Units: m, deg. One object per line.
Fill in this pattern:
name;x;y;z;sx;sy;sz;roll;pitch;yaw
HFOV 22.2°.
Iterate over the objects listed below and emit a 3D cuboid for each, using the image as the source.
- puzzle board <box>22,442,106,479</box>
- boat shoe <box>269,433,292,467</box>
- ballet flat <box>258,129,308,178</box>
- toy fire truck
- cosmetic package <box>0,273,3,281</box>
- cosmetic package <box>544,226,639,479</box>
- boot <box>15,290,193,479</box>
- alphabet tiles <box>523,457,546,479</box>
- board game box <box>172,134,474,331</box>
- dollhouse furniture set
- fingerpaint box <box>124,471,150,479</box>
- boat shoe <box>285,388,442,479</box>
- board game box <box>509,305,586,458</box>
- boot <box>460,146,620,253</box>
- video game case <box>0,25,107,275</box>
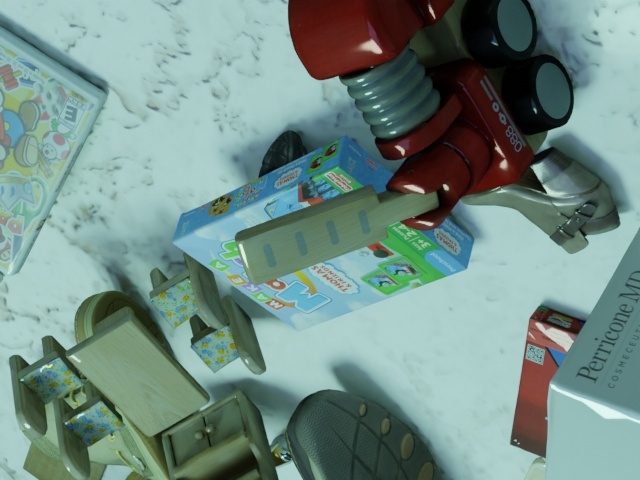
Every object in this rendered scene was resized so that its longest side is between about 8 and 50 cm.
puzzle board;-0.307;0.269;1.957;0.096;0.011;0.128;35;140;6
boat shoe;-0.028;0.213;1.675;0.035;0.035;0.100;47;140;-10
ballet flat;-0.036;-0.032;1.452;0.057;0.049;0.173;10;146;-10
toy fire truck;0.036;-0.095;1.166;0.158;0.246;0.217;-11;121;42
cosmetic package;-0.501;-0.016;1.713;0.113;0.160;0.309;-20;114;46
cosmetic package;0.375;0.141;1.170;0.385;0.217;0.156;17;137;20
boot;-0.250;0.155;1.743;0.203;0.095;0.262;6;136;33
alphabet tiles;0.312;0.284;1.503;0.278;0.021;0.284;29;139;11
board game box;0.000;0.000;1.402;0.160;0.039;0.211;37;141;-29
dollhouse furniture set;-0.142;0.175;1.554;0.212;0.161;0.242;-31;129;9
fingerpaint box;-0.170;0.526;1.763;0.163;0.445;0.371;-15;117;43
boat shoe;0.065;0.298;1.614;0.130;0.132;0.355;-15;117;46
board game box;0.301;0.162;1.372;0.281;0.027;0.145;19;128;21
boot;0.176;-0.025;1.292;0.118;0.042;0.087;-22;115;47
video game case;-0.338;-0.109;1.532;0.227;0.026;0.206;32;111;6
